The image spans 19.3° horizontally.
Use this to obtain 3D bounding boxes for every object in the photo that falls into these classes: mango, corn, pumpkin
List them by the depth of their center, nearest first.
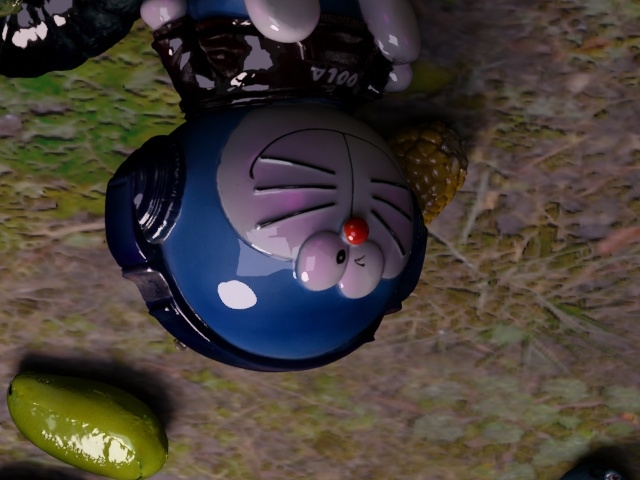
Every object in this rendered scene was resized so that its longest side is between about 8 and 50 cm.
[{"bbox_3d":[-0.232,-0.233,1.453,0.248,0.248,0.248,1,120,2],"label":"pumpkin"},{"bbox_3d":[0.002,0.002,1.662,0.313,0.102,0.102,-31,114,17],"label":"corn"},{"bbox_3d":[-0.219,0.170,1.785,0.165,0.074,0.091,29,122,-1],"label":"mango"}]

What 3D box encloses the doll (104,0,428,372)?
[{"bbox_3d":[-0.037,-0.050,1.500,0.284,0.310,0.240,2,170,-36],"label":"doll"}]

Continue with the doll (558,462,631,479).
[{"bbox_3d":[0.257,0.273,1.816,0.114,0.085,0.152,14,128,-11],"label":"doll"}]
